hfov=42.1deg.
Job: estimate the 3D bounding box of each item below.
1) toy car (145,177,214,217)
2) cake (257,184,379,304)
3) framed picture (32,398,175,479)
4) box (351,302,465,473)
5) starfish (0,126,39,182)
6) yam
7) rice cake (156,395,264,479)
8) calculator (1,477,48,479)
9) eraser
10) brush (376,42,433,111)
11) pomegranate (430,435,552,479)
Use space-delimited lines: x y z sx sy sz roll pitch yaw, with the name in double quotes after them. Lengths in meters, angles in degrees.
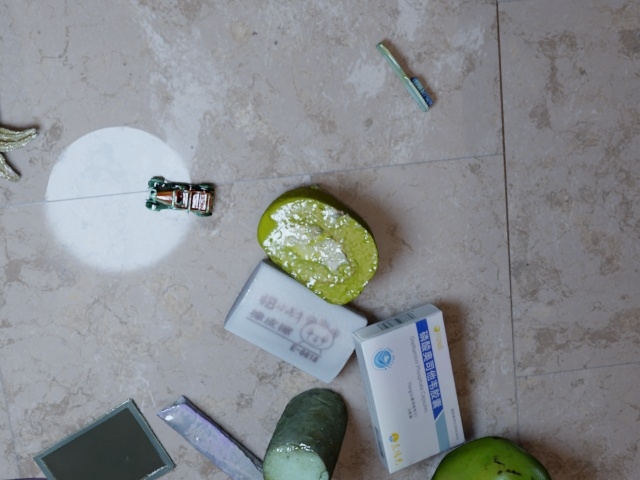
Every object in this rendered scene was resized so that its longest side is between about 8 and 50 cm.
-0.298 -0.090 1.764 0.143 0.054 0.073 7 100 -8 "toy car"
0.000 0.000 1.758 0.260 0.156 0.179 39 97 -10 "cake"
-0.485 0.498 1.875 0.252 0.014 0.197 -30 102 -4 "framed picture"
0.199 0.329 1.843 0.200 0.065 0.343 -19 111 -16 "box"
-0.699 -0.217 1.707 0.240 0.043 0.227 -15 100 1 "starfish"
-0.030 0.442 1.801 0.161 0.268 0.161 3 109 8 "yam"
-0.200 0.488 1.884 0.399 0.064 0.070 42 85 -12 "rice cake"
-0.721 0.638 1.874 0.294 0.043 0.194 -9 102 -5 "calculator"
-0.054 0.178 1.822 0.270 0.095 0.174 30 99 -9 "eraser"
0.182 -0.351 1.768 0.030 0.033 0.178 -39 102 -3 "brush"
0.390 0.574 1.891 0.358 0.216 0.310 6 123 -39 "pomegranate"
